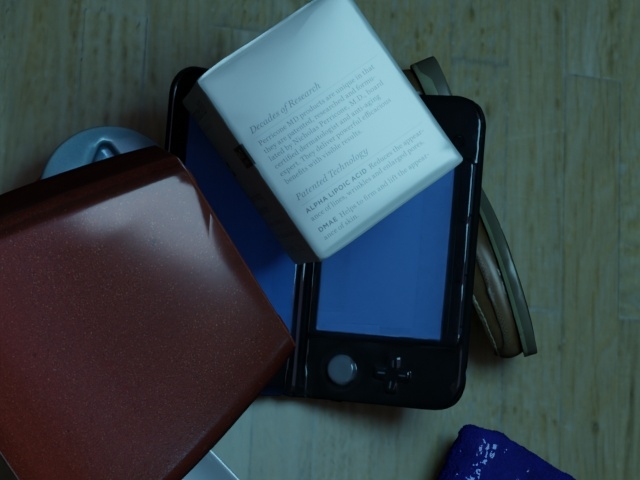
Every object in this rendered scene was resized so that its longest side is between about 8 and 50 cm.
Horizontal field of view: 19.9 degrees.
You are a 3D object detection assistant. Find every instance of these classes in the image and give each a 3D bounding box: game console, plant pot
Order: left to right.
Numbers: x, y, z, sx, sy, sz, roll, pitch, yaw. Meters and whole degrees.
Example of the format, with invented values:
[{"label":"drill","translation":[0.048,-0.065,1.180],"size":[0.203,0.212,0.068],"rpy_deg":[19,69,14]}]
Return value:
[{"label":"plant pot","translation":[-0.175,0.061,1.474],"size":[0.236,0.267,0.267],"rpy_deg":[-33,101,-6]},{"label":"game console","translation":[0.000,0.000,1.647],"size":[0.250,0.173,0.293],"rpy_deg":[4,87,21]}]

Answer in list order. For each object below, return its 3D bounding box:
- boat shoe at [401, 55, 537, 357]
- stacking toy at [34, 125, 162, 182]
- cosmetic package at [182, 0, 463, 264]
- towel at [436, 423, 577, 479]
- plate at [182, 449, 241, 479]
[{"label":"boat shoe","translation":[0.116,-0.019,1.760],"size":[0.104,0.111,0.307],"rpy_deg":[-21,78,1]},{"label":"stacking toy","translation":[-0.280,0.007,1.615],"size":[0.309,0.130,0.279],"rpy_deg":[13,75,-13]},{"label":"cosmetic package","translation":[-0.003,-0.096,1.561],"size":[0.151,0.151,0.183],"rpy_deg":[-36,93,-9]},{"label":"towel","translation":[0.158,0.353,1.710],"size":[0.227,0.076,0.308],"rpy_deg":[33,71,-15]},{"label":"plate","translation":[-0.120,0.345,1.543],"size":[0.278,0.045,0.277],"rpy_deg":[45,68,-3]}]
